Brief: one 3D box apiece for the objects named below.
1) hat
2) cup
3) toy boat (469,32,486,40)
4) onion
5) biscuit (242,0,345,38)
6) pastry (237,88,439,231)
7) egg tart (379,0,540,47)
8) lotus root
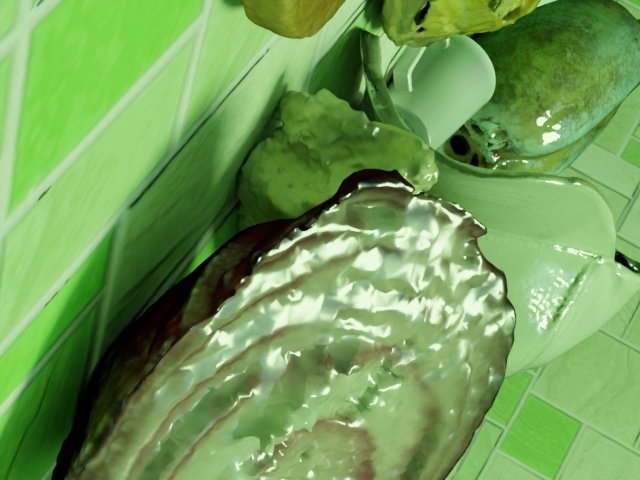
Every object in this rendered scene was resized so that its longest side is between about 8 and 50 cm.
[{"bbox_3d":[0.082,-0.005,1.148,0.168,0.258,0.301,-55,162,-6],"label":"hat"},{"bbox_3d":[0.087,-0.128,1.330,0.116,0.074,0.104,-47,141,-42],"label":"cup"},{"bbox_3d":[0.162,-0.187,1.612,0.210,0.052,0.104,-50,169,-47],"label":"toy boat"},{"bbox_3d":[-0.023,0.075,0.944,0.314,0.146,0.280,24,102,-49],"label":"onion"},{"bbox_3d":[0.034,-0.199,0.799,0.202,0.044,0.288,-64,173,25],"label":"biscuit"},{"bbox_3d":[0.006,0.003,1.056,0.258,0.121,0.089,101,15,-63],"label":"pastry"},{"bbox_3d":[0.137,-0.240,1.115,0.279,0.095,0.279,-57,172,-12],"label":"egg tart"},{"bbox_3d":[0.219,-0.155,1.512,0.322,0.140,0.158,-35,163,-42],"label":"lotus root"}]
